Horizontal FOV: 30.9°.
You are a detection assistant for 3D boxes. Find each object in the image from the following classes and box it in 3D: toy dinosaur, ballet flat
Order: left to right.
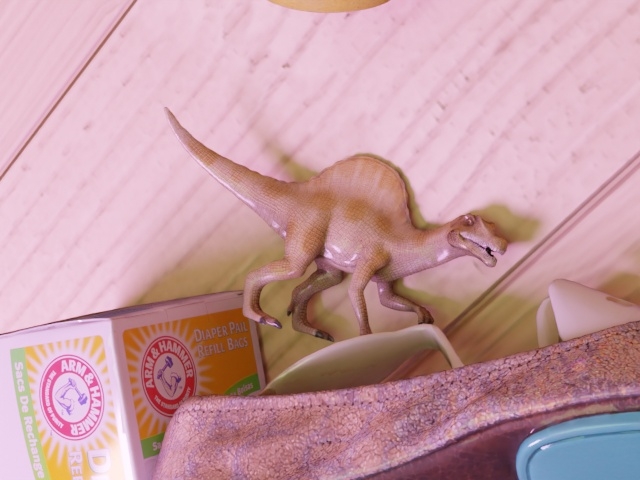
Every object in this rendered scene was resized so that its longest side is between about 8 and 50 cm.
[{"bbox_3d":[0.000,0.000,0.558,0.183,0.053,0.092,19,88,21],"label":"toy dinosaur"},{"bbox_3d":[0.073,0.072,0.471,0.316,0.107,0.106,-11,45,11],"label":"ballet flat"}]

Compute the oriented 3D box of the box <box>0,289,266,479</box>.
[{"bbox_3d":[-0.089,0.134,0.576,0.103,0.114,0.203,-11,87,32],"label":"box"}]

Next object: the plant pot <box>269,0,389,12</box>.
[{"bbox_3d":[0.004,-0.155,0.500,0.134,0.134,0.095,21,129,28],"label":"plant pot"}]
